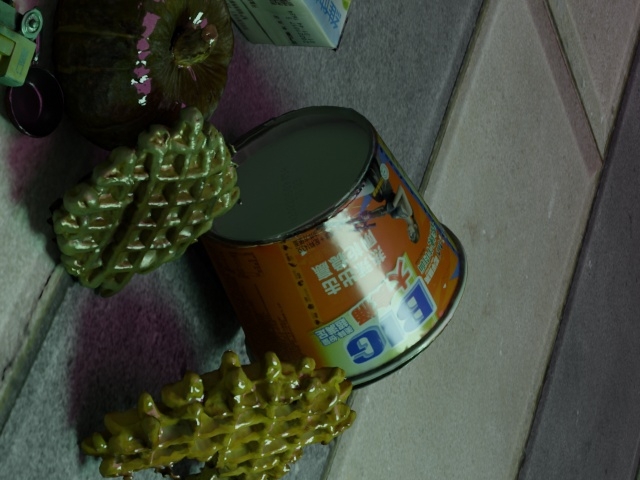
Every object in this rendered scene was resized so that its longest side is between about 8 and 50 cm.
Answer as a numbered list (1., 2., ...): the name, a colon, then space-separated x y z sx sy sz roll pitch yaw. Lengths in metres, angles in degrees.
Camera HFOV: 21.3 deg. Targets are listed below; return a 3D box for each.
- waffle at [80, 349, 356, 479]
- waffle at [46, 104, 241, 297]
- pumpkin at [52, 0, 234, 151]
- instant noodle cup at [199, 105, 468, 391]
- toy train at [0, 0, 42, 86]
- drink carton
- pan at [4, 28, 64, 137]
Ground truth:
1. waffle: -0.088 0.206 1.808 0.293 0.260 0.069 32 31 -59
2. waffle: -0.172 -0.035 1.687 0.054 0.208 0.214 57 -1 27
3. pumpkin: -0.164 -0.197 1.693 0.219 0.162 0.219 -10 102 -58
4. instant noodle cup: 0.000 0.000 1.931 0.214 0.296 0.296 61 41 -37
5. toy train: -0.302 -0.192 1.543 0.122 0.050 0.081 24 83 -60
6. drink carton: -0.025 -0.409 1.972 0.194 0.132 0.324 49 52 -55
7. pan: -0.275 -0.155 1.617 0.068 0.023 0.115 0 92 -50
